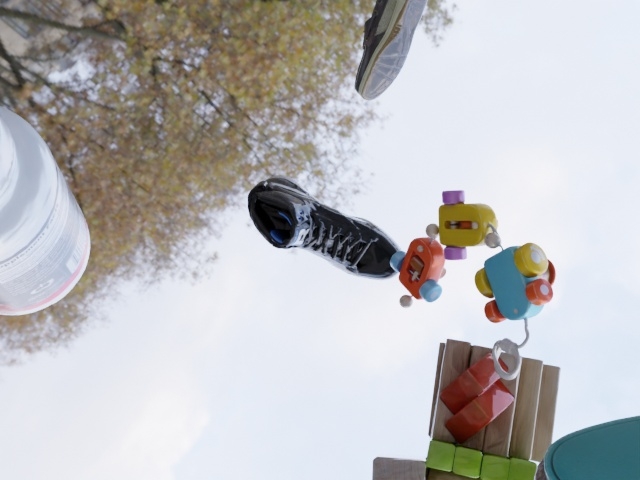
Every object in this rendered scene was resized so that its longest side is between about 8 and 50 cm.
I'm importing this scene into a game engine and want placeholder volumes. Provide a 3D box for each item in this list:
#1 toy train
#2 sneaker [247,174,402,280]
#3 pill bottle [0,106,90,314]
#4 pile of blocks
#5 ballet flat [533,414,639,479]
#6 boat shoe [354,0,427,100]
[{"bbox_3d":[0.127,0.029,0.581,0.166,0.046,0.125,44,-50,47],"label":"toy train"},{"bbox_3d":[0.000,0.000,0.900,0.079,0.216,0.121,-62,175,20],"label":"sneaker"},{"bbox_3d":[-0.356,-0.037,0.747,0.318,0.176,0.176,113,1,-70],"label":"pill bottle"},{"bbox_3d":[0.079,0.235,0.562,0.149,0.112,0.362,34,-97,15],"label":"pile of blocks"},{"bbox_3d":[0.213,0.111,0.290,0.240,0.077,0.091,-9,-153,10],"label":"ballet flat"},{"bbox_3d":[0.074,-0.233,0.799,0.049,0.056,0.152,38,-69,31],"label":"boat shoe"}]
